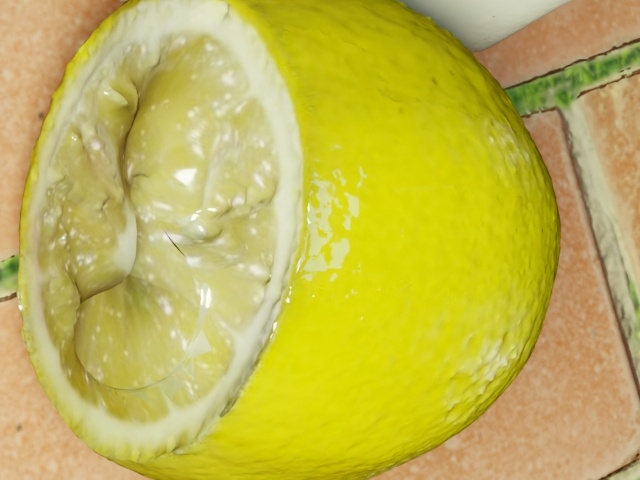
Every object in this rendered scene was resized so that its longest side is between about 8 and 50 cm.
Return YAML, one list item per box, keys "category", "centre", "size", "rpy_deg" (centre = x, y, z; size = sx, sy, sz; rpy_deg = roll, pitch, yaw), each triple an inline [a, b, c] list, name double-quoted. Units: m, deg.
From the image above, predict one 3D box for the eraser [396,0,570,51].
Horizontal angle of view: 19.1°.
- category: "eraser"
  centre: [0.031, -0.305, 1.278]
  size: [0.331, 0.150, 0.331]
  rpy_deg: [12, 67, -30]

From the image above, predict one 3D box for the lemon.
- category: "lemon"
  centre: [0.000, 0.000, 1.266]
  size: [0.364, 0.364, 0.364]
  rpy_deg: [2, 86, -30]
